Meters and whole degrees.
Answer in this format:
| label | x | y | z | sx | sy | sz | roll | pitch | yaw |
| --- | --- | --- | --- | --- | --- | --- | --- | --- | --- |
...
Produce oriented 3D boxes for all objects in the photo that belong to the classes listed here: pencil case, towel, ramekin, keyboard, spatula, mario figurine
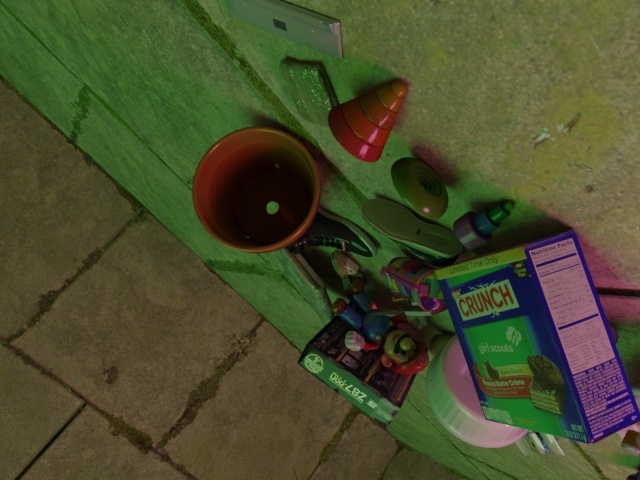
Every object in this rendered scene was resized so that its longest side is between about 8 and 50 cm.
| label | x | y | z | sx | sy | sz | roll | pitch | yaw |
| --- | --- | --- | --- | --- | --- | --- | --- | --- | --- |
| pencil case | 0.221 | 0.096 | 1.117 | 0.104 | 0.104 | 0.236 | 43 | 175 | -12 |
| towel | -0.059 | 0.141 | 1.701 | 0.317 | 0.053 | 0.332 | 49 | 167 | 31 |
| towel | -0.016 | -0.275 | 0.930 | 0.110 | 0.027 | 0.148 | 22 | 154 | 35 |
| ramekin | 0.403 | 0.342 | 1.181 | 0.277 | 0.277 | 0.135 | 30 | 151 | 22 |
| keyboard | -0.070 | -0.378 | 0.832 | 0.256 | 0.014 | 0.072 | 30 | 163 | 22 |
| spatula | 0.588 | 0.522 | 1.437 | 0.242 | 0.019 | 0.168 | 60 | 156 | 11 |
| mario figurine | 0.189 | 0.254 | 1.411 | 0.320 | 0.198 | 0.170 | 42 | -165 | 4 |

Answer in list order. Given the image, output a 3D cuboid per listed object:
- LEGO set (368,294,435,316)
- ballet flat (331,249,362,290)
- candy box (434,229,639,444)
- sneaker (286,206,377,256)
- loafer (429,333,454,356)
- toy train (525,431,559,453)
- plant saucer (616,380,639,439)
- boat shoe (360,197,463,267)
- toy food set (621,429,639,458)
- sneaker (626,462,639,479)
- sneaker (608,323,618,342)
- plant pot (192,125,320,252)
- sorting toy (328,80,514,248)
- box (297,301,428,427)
| label | x | y | z | sx | sy | sz | roll | pitch | yaw |
| --- | --- | --- | --- | --- | --- | --- | --- | --- | --- |
| LEGO set | 0.232 | 0.142 | 1.204 | 0.244 | 0.182 | 0.060 | -10 | 90 | 52 |
| ballet flat | 0.091 | 0.095 | 1.493 | 0.067 | 0.073 | 0.206 | -2 | 146 | 20 |
| candy box | 0.366 | 0.167 | 0.874 | 0.268 | 0.122 | 0.317 | 145 | 110 | -69 |
| sneaker | 0.000 | 0.000 | 1.308 | 0.296 | 0.147 | 0.104 | 31 | 156 | 17 |
| loafer | 0.436 | 0.378 | 1.424 | 0.268 | 0.102 | 0.092 | 41 | 156 | 3 |
| toy train | 0.670 | 0.579 | 1.495 | 0.105 | 0.080 | 0.184 | 33 | 160 | 38 |
| plant saucer | 0.737 | 0.357 | 0.880 | 0.400 | 0.100 | 0.400 | 33 | 158 | 15 |
| boat shoe | 0.188 | -0.013 | 1.053 | 0.233 | 0.084 | 0.079 | 29 | 157 | 17 |
| toy food set | 0.634 | 0.407 | 0.866 | 0.111 | 0.104 | 0.232 | 38 | 159 | 4 |
| sneaker | 0.865 | 0.618 | 1.290 | 0.071 | 0.068 | 0.170 | 47 | 155 | 23 |
| sneaker | 0.473 | 0.241 | 0.968 | 0.112 | 0.131 | 0.319 | 34 | 161 | 20 |
| plant pot | -0.137 | -0.102 | 1.180 | 0.291 | 0.291 | 0.203 | 35 | 175 | 10 |
| sorting toy | 0.187 | -0.135 | 0.825 | 0.365 | 0.127 | 0.126 | 40 | 130 | -10 |
| box | 0.151 | 0.362 | 1.545 | 0.318 | 0.395 | 0.097 | 32 | 114 | 13 |
